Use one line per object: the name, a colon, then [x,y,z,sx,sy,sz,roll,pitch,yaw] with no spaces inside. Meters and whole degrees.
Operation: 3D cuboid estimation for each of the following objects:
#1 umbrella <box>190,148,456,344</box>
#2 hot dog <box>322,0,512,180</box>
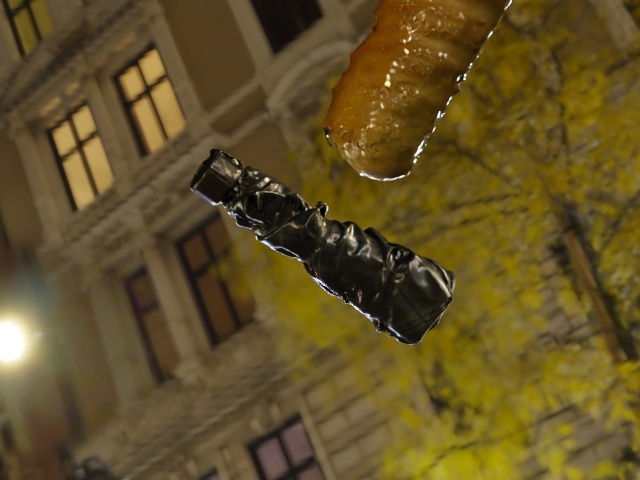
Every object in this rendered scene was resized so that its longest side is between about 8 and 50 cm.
umbrella: [-0.001,0.000,1.048,0.224,0.071,0.080,31,-53,-13]
hot dog: [0.088,-0.167,0.754,0.068,0.083,0.289,30,-85,-16]
